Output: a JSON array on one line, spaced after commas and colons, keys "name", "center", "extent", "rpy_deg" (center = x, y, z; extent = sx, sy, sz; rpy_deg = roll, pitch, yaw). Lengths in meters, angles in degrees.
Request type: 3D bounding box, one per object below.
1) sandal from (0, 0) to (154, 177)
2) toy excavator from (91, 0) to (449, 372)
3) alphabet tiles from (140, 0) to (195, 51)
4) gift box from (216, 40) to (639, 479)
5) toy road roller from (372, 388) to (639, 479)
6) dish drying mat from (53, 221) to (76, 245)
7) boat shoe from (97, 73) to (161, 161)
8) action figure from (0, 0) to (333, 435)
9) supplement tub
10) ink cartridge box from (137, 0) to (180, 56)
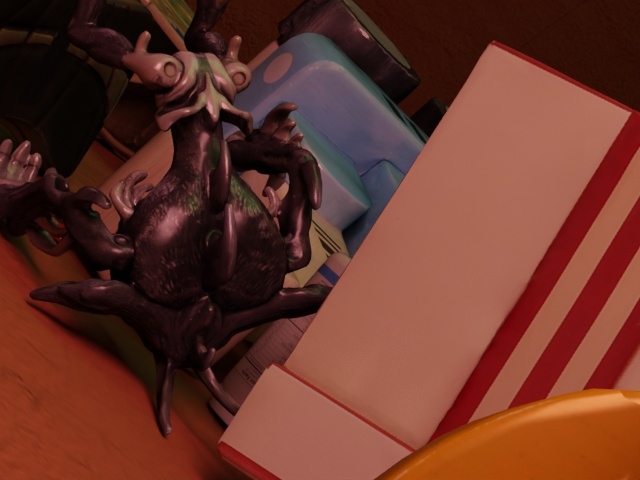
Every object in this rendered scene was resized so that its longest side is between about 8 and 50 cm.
[{"name": "sandal", "center": [-0.180, -0.119, 1.029], "extent": [0.086, 0.120, 0.303], "rpy_deg": [32, -1, 16]}, {"name": "toy excavator", "center": [0.000, 0.000, 1.190], "extent": [0.433, 0.222, 0.445], "rpy_deg": [42, 13, -34]}, {"name": "alphabet tiles", "center": [-0.111, -0.178, 1.538], "extent": [0.342, 0.011, 0.285], "rpy_deg": [52, 5, 10]}, {"name": "gift box", "center": [0.134, 0.102, 0.799], "extent": [0.276, 0.258, 0.255], "rpy_deg": [31, -6, 29]}, {"name": "toy road roller", "center": [0.121, 0.174, 0.369], "extent": [0.329, 0.202, 0.240], "rpy_deg": [44, -8, 2]}, {"name": "dish drying mat", "center": [-0.164, -0.027, 0.951], "extent": [0.083, 0.008, 0.032], "rpy_deg": [46, 3, 2]}, {"name": "boat shoe", "center": [-0.145, -0.105, 1.505], "extent": [0.285, 0.104, 0.089], "rpy_deg": [25, 23, -52]}, {"name": "action figure", "center": [-0.074, -0.045, 0.845], "extent": [0.164, 0.276, 0.141], "rpy_deg": [2, -7, -25]}, {"name": "supplement tub", "center": [0.001, 0.066, 0.925], "extent": [0.071, 0.107, 0.071], "rpy_deg": [40, 0, 0]}, {"name": "ink cartridge box", "center": [-0.260, -0.243, 1.505], "extent": [0.201, 0.117, 0.278], "rpy_deg": [47, 3, 29]}]
